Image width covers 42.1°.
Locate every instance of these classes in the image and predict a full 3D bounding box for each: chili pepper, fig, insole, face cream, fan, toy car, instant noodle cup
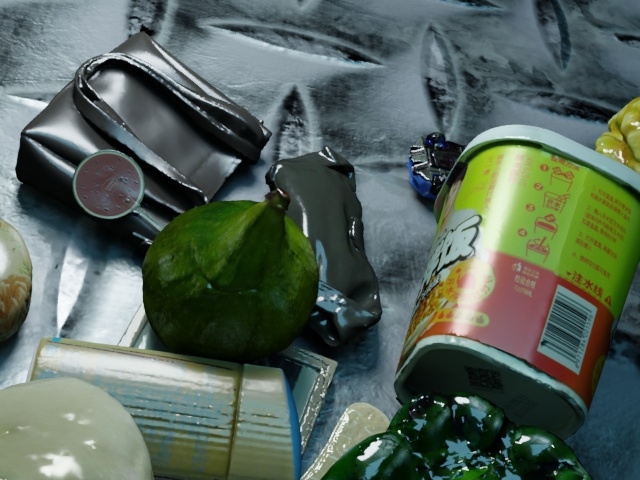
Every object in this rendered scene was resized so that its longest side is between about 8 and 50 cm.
[{"bbox_3d":[0.122,0.288,0.780,0.233,0.257,0.248,-34,68,-30],"label":"chili pepper"},{"bbox_3d":[-0.096,0.020,0.893,0.203,0.235,0.203,4,58,-7],"label":"fig"},{"bbox_3d":[0.009,0.275,0.909,0.081,0.011,0.248,31,50,8],"label":"insole"},{"bbox_3d":[-0.156,0.184,0.850,0.284,0.067,0.140,9,67,-7],"label":"face cream"},{"bbox_3d":[-0.235,-0.051,0.999,0.133,0.005,0.085,41,78,-6],"label":"fan"},{"bbox_3d":[0.228,-0.095,1.243,0.216,0.063,0.103,10,51,-18],"label":"toy car"},{"bbox_3d":[0.235,0.069,1.001,0.293,0.294,0.308,26,56,3],"label":"instant noodle cup"}]

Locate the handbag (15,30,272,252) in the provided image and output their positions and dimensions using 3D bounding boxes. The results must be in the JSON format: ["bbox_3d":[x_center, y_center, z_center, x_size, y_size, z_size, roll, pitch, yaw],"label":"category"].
[{"bbox_3d":[-0.220,-0.129,1.096,0.257,0.113,0.285,33,49,0],"label":"handbag"}]

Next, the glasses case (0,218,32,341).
[{"bbox_3d":[-0.518,0.054,0.852,0.425,0.098,0.157,-5,57,-22],"label":"glasses case"}]

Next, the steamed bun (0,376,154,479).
[{"bbox_3d":[-0.255,0.287,0.611,0.352,0.247,0.339,-36,71,-13],"label":"steamed bun"}]

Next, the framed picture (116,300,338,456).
[{"bbox_3d":[-0.143,0.222,0.888,0.247,0.022,0.335,22,50,3],"label":"framed picture"}]

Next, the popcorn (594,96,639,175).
[{"bbox_3d":[0.574,-0.126,1.270,0.282,0.247,0.282,16,53,-22],"label":"popcorn"}]

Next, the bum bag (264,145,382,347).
[{"bbox_3d":[0.000,0.000,1.087,0.142,0.080,0.326,10,47,-20],"label":"bum bag"}]
